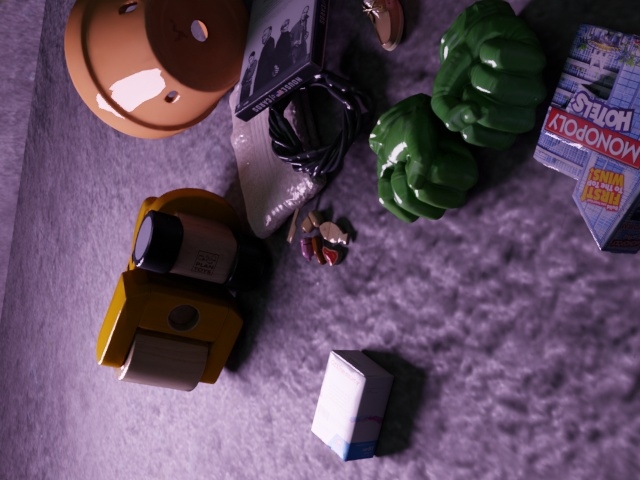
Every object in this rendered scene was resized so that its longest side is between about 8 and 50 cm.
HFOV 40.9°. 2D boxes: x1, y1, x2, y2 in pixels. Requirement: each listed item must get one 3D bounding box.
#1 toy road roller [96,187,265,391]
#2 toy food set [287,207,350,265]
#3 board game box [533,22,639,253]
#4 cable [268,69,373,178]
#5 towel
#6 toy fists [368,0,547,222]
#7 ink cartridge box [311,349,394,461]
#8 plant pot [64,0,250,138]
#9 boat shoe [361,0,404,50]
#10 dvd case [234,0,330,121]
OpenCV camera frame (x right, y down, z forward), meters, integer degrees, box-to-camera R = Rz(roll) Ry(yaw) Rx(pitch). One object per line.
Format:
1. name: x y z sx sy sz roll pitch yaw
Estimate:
1. toy road roller: -0.246 0.067 1.465 0.330 0.202 0.241 -66 27 18
2. toy food set: 0.000 0.000 1.261 0.122 0.019 0.078 34 115 43
3. board game box: 0.282 -0.096 0.821 0.194 0.060 0.194 37 116 51
4. cable: -0.010 -0.172 1.238 0.184 0.047 0.151 33 101 39
5. towel: -0.075 -0.167 1.360 0.187 0.049 0.282 -40 55 47
6. toy fists: 0.152 -0.136 0.986 0.279 0.096 0.142 -51 48 38
7. ink cartridge box: 0.042 0.217 1.145 0.088 0.052 0.123 31 113 52
8. plant pot: -0.246 -0.325 1.424 0.203 0.290 0.291 -3 84 51
9. boat shoe: 0.078 -0.319 1.155 0.050 0.045 0.136 -31 62 50
10. dvd case: -0.054 -0.313 1.287 0.179 0.029 0.239 -26 48 44
